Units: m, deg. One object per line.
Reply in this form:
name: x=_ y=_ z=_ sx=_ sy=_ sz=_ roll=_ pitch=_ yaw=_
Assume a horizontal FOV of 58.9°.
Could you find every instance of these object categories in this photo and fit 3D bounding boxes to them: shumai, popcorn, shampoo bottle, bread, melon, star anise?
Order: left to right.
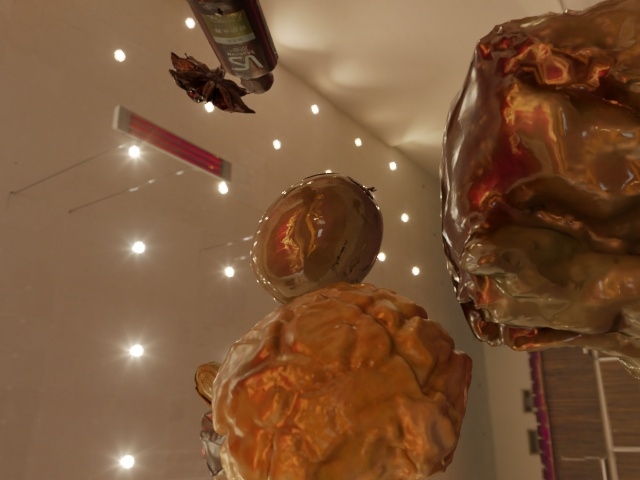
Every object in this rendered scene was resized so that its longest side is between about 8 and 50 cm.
star anise: x=-0.302 y=-0.397 z=1.507 sx=0.272 sy=0.102 sz=0.271 roll=29 pitch=-150 yaw=-19
bread: x=-0.285 y=0.397 z=1.559 sx=0.064 sy=0.156 sz=0.117 roll=-2 pitch=-64 yaw=-49
shampoo bottle: x=-0.159 y=-0.398 z=1.115 sx=0.323 sy=0.129 sz=0.083 roll=68 pitch=-161 yaw=-74
melon: x=0.000 y=0.000 z=1.250 sx=0.268 sy=0.330 sz=0.268 roll=43 pitch=-177 yaw=-3
popcorn: x=0.029 y=0.227 z=0.837 sx=0.354 sy=0.344 sz=0.389 roll=25 pitch=-138 yaw=-29
shumai: x=0.245 y=-0.029 z=0.372 sx=0.397 sy=0.324 sz=0.323 roll=88 pitch=-171 yaw=-47

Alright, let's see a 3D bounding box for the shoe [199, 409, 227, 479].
shoe: x=-0.208 y=0.460 z=1.330 sx=0.132 sy=0.336 sz=0.171 roll=-25 pitch=-112 yaw=-36
